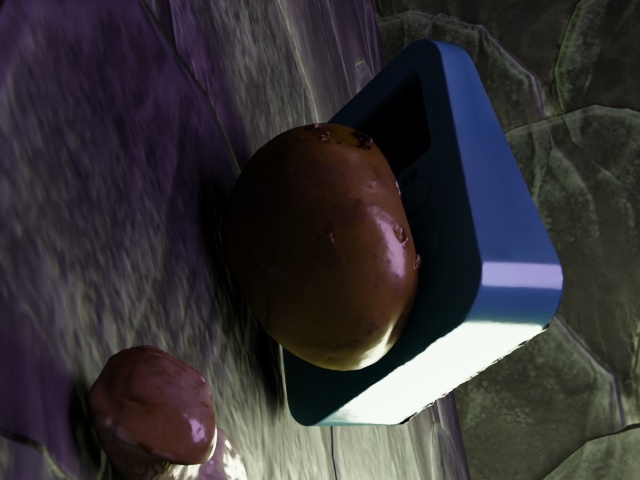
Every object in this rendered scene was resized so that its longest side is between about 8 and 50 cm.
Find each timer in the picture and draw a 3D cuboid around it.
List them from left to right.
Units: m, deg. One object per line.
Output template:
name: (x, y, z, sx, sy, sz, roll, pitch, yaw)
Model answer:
timer: (0.046, -0.006, 0.947, 0.091, 0.232, 0.250, 7, 54, -39)

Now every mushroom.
mushroom: (-0.061, 0.109, 0.617, 0.202, 0.054, 0.059, 69, 9, -61)

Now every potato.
potato: (0.000, 0.000, 0.853, 0.137, 0.137, 0.176, 63, 7, -55)
